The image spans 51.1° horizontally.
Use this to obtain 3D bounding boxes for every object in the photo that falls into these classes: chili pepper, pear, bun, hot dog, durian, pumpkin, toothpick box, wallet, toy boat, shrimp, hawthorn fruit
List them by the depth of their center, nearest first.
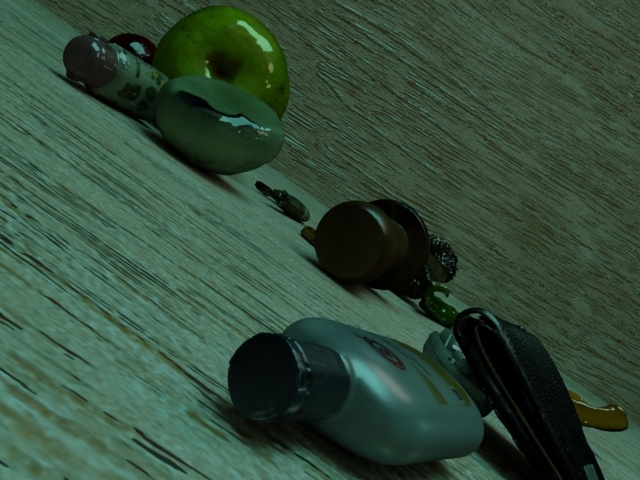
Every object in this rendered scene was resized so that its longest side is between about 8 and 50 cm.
[{"bbox_3d":[0.265,0.207,0.801,0.221,0.071,0.262,29,34,-61],"label":"wallet"},{"bbox_3d":[0.193,0.173,0.912,0.078,0.085,0.260,36,6,-4],"label":"toy boat"},{"bbox_3d":[0.102,0.006,1.323,0.192,0.192,0.294,37,12,19],"label":"toothpick box"},{"bbox_3d":[-0.226,-0.228,1.435,0.283,0.179,0.283,21,25,-10],"label":"bun"},{"bbox_3d":[0.475,0.306,1.442,0.258,0.095,0.290,30,3,-9],"label":"pumpkin"},{"bbox_3d":[0.000,0.000,1.481,0.122,0.037,0.049,38,9,39],"label":"hot dog"},{"bbox_3d":[0.247,0.047,1.690,0.196,0.196,0.166,31,-22,-34],"label":"durian"},{"bbox_3d":[0.322,0.179,1.702,0.084,0.077,0.359,22,-7,28],"label":"chili pepper"},{"bbox_3d":[-0.104,-0.105,1.721,0.150,0.051,0.217,34,-3,22],"label":"shrimp"},{"bbox_3d":[-0.257,-0.407,1.731,0.391,0.391,0.391,35,6,-4],"label":"pear"},{"bbox_3d":[-0.510,-0.470,1.775,0.169,0.169,0.188,38,9,25],"label":"hawthorn fruit"}]

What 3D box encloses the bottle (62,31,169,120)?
[{"bbox_3d":[-0.429,-0.347,1.410,0.120,0.120,0.253,38,5,23],"label":"bottle"}]

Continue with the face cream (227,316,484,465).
[{"bbox_3d":[0.033,0.115,0.521,0.144,0.071,0.291,39,7,33],"label":"face cream"}]
